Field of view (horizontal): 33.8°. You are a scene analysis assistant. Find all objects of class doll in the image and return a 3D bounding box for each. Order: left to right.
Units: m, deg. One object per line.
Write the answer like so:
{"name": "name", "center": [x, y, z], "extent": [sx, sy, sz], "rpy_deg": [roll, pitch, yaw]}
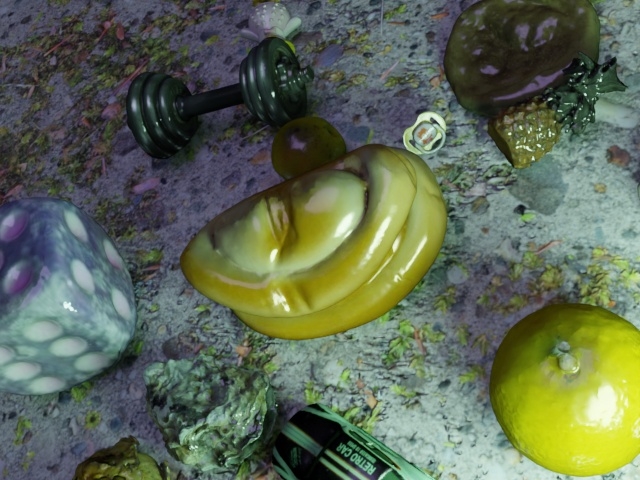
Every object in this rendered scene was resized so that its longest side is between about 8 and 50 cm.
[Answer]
{"name": "doll", "center": [-0.100, -0.420, 2.144], "extent": [0.129, 0.081, 0.207], "rpy_deg": [-13, 56, 3]}

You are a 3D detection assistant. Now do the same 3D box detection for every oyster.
{"name": "oyster", "center": [-0.195, 0.281, 1.749], "extent": [0.268, 0.112, 0.198], "rpy_deg": [-8, 58, 28]}

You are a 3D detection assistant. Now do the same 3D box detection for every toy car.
{"name": "toy car", "center": [0.041, 0.346, 1.573], "extent": [0.306, 0.125, 0.136], "rpy_deg": [30, 79, 36]}

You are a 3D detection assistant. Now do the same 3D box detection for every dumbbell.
{"name": "dumbbell", "center": [-0.201, -0.275, 2.048], "extent": [0.406, 0.179, 0.179], "rpy_deg": [-12, 57, 23]}

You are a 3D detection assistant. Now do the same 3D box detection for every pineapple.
{"name": "pineapple", "center": [0.394, -0.222, 1.736], "extent": [0.237, 0.119, 0.111], "rpy_deg": [-33, 14, 4]}

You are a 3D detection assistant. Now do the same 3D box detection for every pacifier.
{"name": "pacifier", "center": [0.187, -0.192, 1.876], "extent": [0.083, 0.068, 0.064], "rpy_deg": [-48, 16, 14]}

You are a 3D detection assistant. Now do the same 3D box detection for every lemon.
{"name": "lemon", "center": [0.346, 0.195, 1.440], "extent": [0.240, 0.219, 0.240], "rpy_deg": [-11, 59, 18]}

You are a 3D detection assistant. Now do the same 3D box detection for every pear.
{"name": "pear", "center": [-0.029, -0.166, 1.940], "extent": [0.141, 0.104, 0.141], "rpy_deg": [-15, 57, 25]}

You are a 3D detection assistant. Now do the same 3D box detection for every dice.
{"name": "dice", "center": [-0.515, 0.105, 1.924], "extent": [0.270, 0.270, 0.271], "rpy_deg": [-27, 52, 13]}

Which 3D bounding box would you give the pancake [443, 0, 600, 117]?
{"name": "pancake", "center": [0.353, -0.342, 1.873], "extent": [0.294, 0.049, 0.294], "rpy_deg": [-13, 58, 22]}

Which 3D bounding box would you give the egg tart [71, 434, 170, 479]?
{"name": "egg tart", "center": [-0.366, 0.456, 1.731], "extent": [0.297, 0.132, 0.297], "rpy_deg": [-18, 50, 23]}

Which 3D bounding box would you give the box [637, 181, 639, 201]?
{"name": "box", "center": [0.582, -0.033, 1.523], "extent": [0.244, 0.103, 0.055], "rpy_deg": [26, 71, 37]}

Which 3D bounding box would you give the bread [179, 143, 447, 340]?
{"name": "bread", "center": [-0.011, -0.024, 1.748], "extent": [0.424, 0.245, 0.329], "rpy_deg": [-22, 53, 19]}
